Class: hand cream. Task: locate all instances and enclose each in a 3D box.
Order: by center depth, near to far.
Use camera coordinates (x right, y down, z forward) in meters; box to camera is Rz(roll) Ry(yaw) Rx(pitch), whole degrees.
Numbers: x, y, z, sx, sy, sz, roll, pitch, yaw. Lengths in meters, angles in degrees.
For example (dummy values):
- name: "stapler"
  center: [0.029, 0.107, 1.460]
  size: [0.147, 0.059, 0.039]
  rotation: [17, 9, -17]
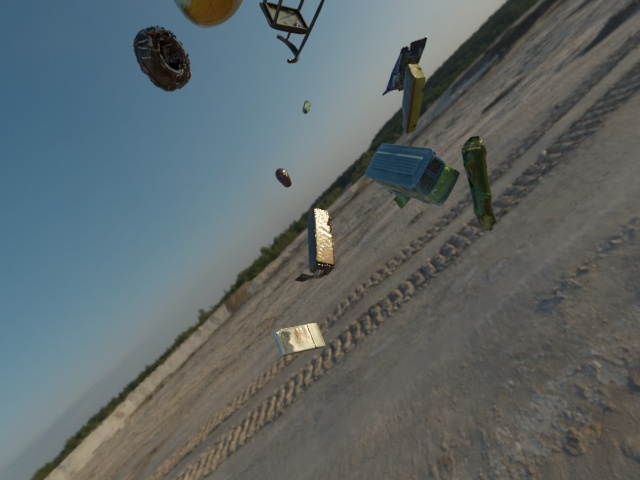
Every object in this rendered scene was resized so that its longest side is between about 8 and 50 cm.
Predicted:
- name: "hand cream"
  center: [-0.035, 0.144, 1.686]
  size: [0.062, 0.039, 0.163]
  rotation: [-27, -10, 35]

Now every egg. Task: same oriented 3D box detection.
- name: "egg"
  center: [-0.476, -0.984, 1.681]
  size: [0.337, 0.337, 0.201]
  rotation: [-49, -12, -55]

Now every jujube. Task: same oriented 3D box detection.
- name: "jujube"
  center: [-0.218, -0.370, 2.450]
  size: [0.077, 0.129, 0.077]
  rotation: [-31, -16, -10]

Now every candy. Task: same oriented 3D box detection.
- name: "candy"
  center: [0.352, -0.722, 1.744]
  size: [0.145, 0.070, 0.275]
  rotation: [-32, -16, -25]

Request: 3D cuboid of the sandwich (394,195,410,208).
- name: "sandwich"
  center: [0.434, -0.199, 2.043]
  size: [0.116, 0.074, 0.074]
  rotation: [4, -47, -44]

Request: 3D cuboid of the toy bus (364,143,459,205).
- name: "toy bus"
  center: [0.331, -0.246, 1.529]
  size: [0.152, 0.190, 0.312]
  rotation: [-61, 32, 1]

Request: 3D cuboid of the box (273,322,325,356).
- name: "box"
  center: [-0.086, 0.404, 1.695]
  size: [0.198, 0.109, 0.029]
  rotation: [-4, -37, -32]

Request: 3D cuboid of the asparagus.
- name: "asparagus"
  center: [0.554, -0.190, 1.441]
  size: [0.082, 0.343, 0.085]
  rotation: [-8, 11, 25]

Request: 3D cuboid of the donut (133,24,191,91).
- name: "donut"
  center: [-0.646, -0.755, 1.714]
  size: [0.103, 0.270, 0.270]
  rotation: [-15, 17, 26]

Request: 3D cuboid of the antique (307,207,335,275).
- name: "antique"
  center: [0.000, 0.000, 1.887]
  size: [0.087, 0.093, 0.310]
  rotation: [128, 146, -48]

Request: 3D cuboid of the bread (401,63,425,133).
- name: "bread"
  center: [0.317, -0.487, 1.434]
  size: [0.049, 0.088, 0.226]
  rotation: [-10, -36, -4]

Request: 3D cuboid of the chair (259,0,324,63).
- name: "chair"
  center: [-0.119, -0.793, 1.468]
  size: [0.166, 0.188, 0.272]
  rotation: [-2, -38, -27]

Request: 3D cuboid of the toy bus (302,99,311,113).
- name: "toy bus"
  center: [-0.076, -0.730, 2.264]
  size: [0.031, 0.037, 0.083]
  rotation: [-21, 43, 38]
